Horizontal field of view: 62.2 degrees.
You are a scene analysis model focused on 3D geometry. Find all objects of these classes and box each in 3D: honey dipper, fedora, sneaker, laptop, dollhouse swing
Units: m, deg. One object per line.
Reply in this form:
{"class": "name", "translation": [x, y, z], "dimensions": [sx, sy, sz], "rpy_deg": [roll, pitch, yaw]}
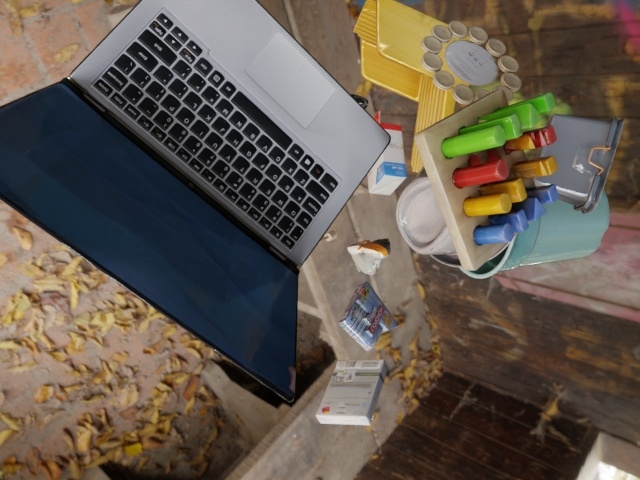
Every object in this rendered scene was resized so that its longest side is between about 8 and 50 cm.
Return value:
{"class": "honey dipper", "translation": [0.000, 0.000, 1.715], "dimensions": [0.160, 0.030, 0.031], "rpy_deg": [-24, 117, -52]}
{"class": "fedora", "translation": [0.244, -0.066, 1.016], "dimensions": [0.124, 0.275, 0.244], "rpy_deg": [-10, 71, -37]}
{"class": "sneaker", "translation": [0.185, 0.062, 1.850], "dimensions": [0.099, 0.262, 0.121], "rpy_deg": [-19, 95, -15]}
{"class": "laptop", "translation": [-0.095, -0.116, 0.613], "dimensions": [0.382, 0.236, 0.408], "rpy_deg": [41, 74, -19]}
{"class": "sneaker", "translation": [0.073, -0.467, 1.767], "dimensions": [0.188, 0.078, 0.067], "rpy_deg": [10, 86, -18]}
{"class": "dollhouse swing", "translation": [0.188, -0.359, 1.319], "dimensions": [0.315, 0.347, 0.305], "rpy_deg": [21, 98, -6]}

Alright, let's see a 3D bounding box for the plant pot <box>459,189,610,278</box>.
{"class": "plant pot", "translation": [0.575, -0.068, 1.475], "dimensions": [0.334, 0.341, 0.341], "rpy_deg": [0, 101, -17]}

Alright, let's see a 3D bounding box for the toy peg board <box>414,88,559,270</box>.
{"class": "toy peg board", "translation": [0.204, -0.074, 0.578], "dimensions": [0.161, 0.079, 0.161], "rpy_deg": [-32, 105, -33]}

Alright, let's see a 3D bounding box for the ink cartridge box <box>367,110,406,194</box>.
{"class": "ink cartridge box", "translation": [0.202, -0.276, 1.678], "dimensions": [0.078, 0.134, 0.231], "rpy_deg": [4, 69, -15]}

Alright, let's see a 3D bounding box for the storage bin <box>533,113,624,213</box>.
{"class": "storage bin", "translation": [0.360, -0.117, 0.761], "dimensions": [0.098, 0.091, 0.135], "rpy_deg": [5, 101, -78]}

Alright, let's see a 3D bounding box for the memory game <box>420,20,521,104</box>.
{"class": "memory game", "translation": [0.252, -0.295, 0.890], "dimensions": [0.186, 0.012, 0.186], "rpy_deg": [6, 64, -13]}

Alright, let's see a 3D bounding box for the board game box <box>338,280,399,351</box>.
{"class": "board game box", "translation": [0.178, 0.277, 1.851], "dimensions": [0.194, 0.060, 0.194], "rpy_deg": [44, 44, -12]}

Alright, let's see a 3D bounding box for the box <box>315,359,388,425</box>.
{"class": "box", "translation": [0.085, 0.395, 1.394], "dimensions": [0.038, 0.145, 0.186], "rpy_deg": [65, 33, -27]}
